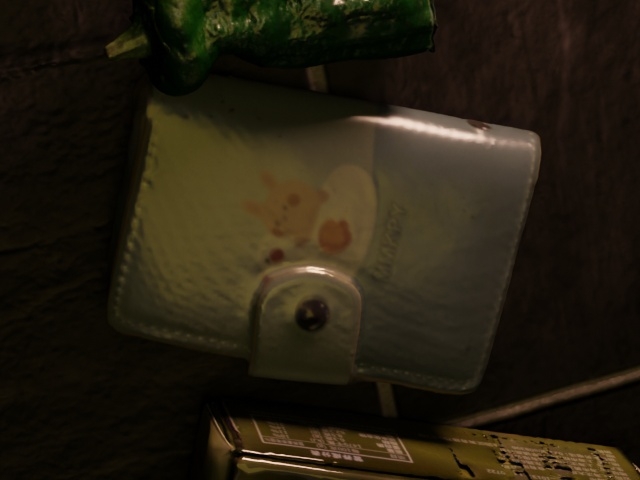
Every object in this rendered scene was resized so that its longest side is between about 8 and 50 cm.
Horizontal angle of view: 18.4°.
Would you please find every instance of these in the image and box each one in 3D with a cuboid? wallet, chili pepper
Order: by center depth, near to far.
[{"bbox_3d":[-0.046,-0.188,1.590,0.270,0.099,0.136,-15,119,-13],"label":"chili pepper"},{"bbox_3d":[0.000,0.000,1.676,0.360,0.083,0.252,9,100,-14],"label":"wallet"}]

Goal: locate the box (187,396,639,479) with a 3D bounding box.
[{"bbox_3d":[0.063,0.355,1.778,0.420,0.138,0.373,10,106,-14],"label":"box"}]
